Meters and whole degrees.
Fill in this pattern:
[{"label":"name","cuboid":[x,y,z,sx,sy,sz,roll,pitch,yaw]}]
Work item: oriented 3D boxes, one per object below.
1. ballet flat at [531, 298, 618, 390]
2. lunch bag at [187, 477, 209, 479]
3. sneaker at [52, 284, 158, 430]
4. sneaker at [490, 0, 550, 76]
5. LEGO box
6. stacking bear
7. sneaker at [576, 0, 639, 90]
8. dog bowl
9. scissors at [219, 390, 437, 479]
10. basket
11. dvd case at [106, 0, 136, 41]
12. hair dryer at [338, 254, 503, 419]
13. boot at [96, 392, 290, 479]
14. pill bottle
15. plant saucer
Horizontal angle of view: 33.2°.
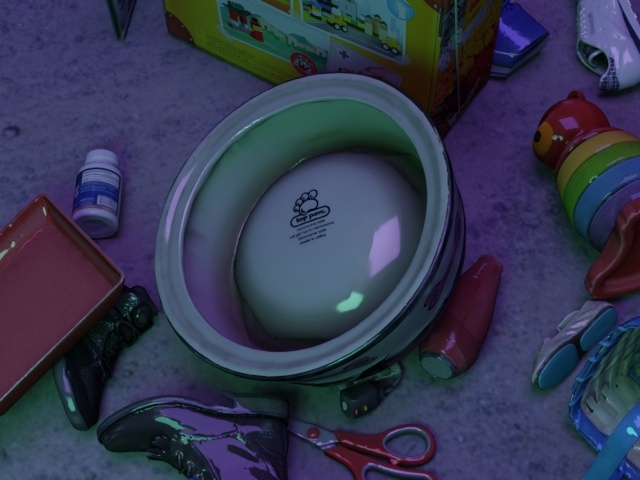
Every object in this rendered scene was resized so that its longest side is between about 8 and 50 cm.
[{"label":"ballet flat","cuboid":[0.322,0.136,1.405,0.168,0.057,0.052,-35,35,-24]},{"label":"lunch bag","cuboid":[-0.021,0.449,1.066,0.386,0.239,0.327,19,70,6]},{"label":"sneaker","cuboid":[-0.278,0.132,1.385,0.130,0.087,0.227,-10,51,2]},{"label":"sneaker","cuboid":[0.209,-0.403,1.677,0.315,0.182,0.127,39,67,23]},{"label":"LEGO box","cuboid":[0.003,-0.394,1.561,0.500,0.372,0.193,28,61,17]},{"label":"stacking bear","cuboid":[0.392,-0.086,1.486,0.164,0.175,0.289,-6,46,-22]},{"label":"sneaker","cuboid":[0.441,-0.336,1.692,0.095,0.090,0.235,-18,56,0]},{"label":"dog bowl","cuboid":[0.000,0.000,1.353,0.408,0.150,0.407,-12,62,24]},{"label":"scissors","cuboid":[0.004,0.257,1.338,0.297,0.021,0.109,11,57,7]},{"label":"basket","cuboid":[0.385,0.201,1.233,0.289,0.254,0.201,-31,63,-31]},{"label":"dvd case","cuboid":[-0.317,-0.451,1.691,0.018,0.221,0.164,5,57,4]},{"label":"hair dryer","cuboid":[0.117,0.090,1.412,0.294,0.080,0.223,-19,56,-14]},{"label":"boot","cuboid":[-0.138,0.303,1.272,0.263,0.091,0.229,-5,61,1]},{"label":"pill bottle","cuboid":[-0.317,-0.069,1.530,0.067,0.067,0.120,-1,56,0]},{"label":"plant saucer","cuboid":[-0.385,0.089,1.372,0.258,0.047,0.259,-45,45,-8]}]
